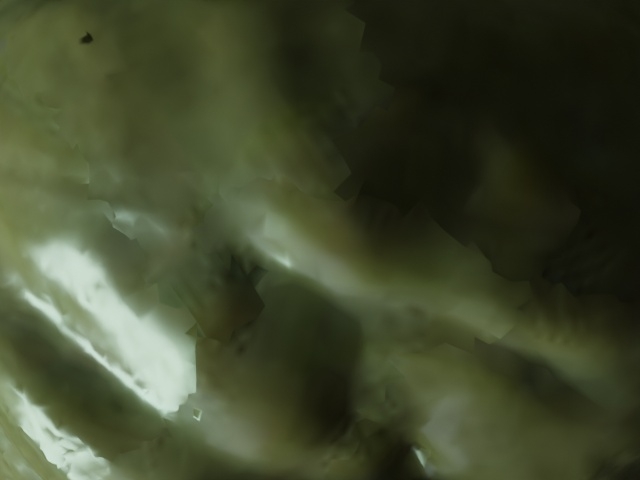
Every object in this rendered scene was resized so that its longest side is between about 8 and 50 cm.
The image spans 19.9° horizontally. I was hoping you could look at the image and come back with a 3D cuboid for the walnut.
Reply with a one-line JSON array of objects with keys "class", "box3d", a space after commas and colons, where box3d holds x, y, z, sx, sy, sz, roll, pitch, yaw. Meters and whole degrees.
[{"class": "walnut", "box3d": [0.000, 0.000, 0.765, 0.381, 0.381, 0.381, 14, 170, 3]}]
